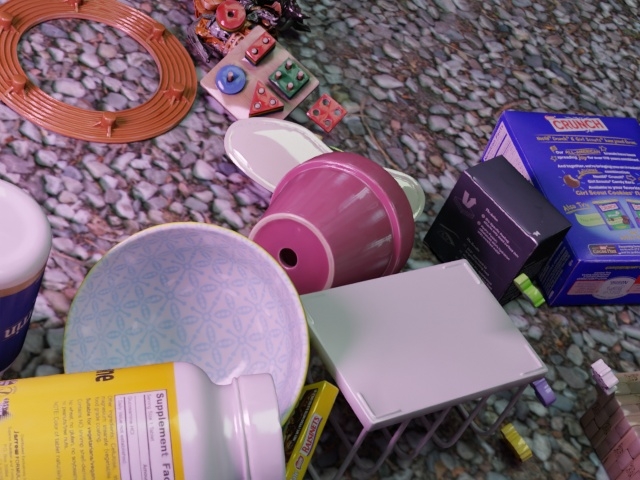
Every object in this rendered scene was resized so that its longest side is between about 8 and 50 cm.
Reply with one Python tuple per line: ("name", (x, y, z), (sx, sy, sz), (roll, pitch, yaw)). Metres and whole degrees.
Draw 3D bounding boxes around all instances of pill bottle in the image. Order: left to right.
("pill bottle", (-0.394, 0.066, 1.411), (0.153, 0.265, 0.153), (13, 46, -14))
("pill bottle", (-0.209, 0.227, 1.340), (0.334, 0.188, 0.188), (-6, 49, -7))

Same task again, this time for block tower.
("block tower", (0.460, 0.335, 1.681), (0.091, 0.097, 0.335), (-2, 52, -27))

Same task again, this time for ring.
("ring", (-0.347, -0.275, 1.932), (0.336, 0.032, 0.337), (13, 44, -13))

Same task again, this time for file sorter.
("file sorter", (0.098, 0.170, 1.608), (0.277, 0.173, 0.193), (-11, 54, -33))

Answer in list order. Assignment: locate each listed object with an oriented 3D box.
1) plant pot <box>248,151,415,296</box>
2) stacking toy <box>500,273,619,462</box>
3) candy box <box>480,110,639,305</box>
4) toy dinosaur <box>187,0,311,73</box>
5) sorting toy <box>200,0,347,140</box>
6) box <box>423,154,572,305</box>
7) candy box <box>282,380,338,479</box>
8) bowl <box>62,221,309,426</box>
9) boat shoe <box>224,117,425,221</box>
("plant pot", (0.000, 0.000, 1.684), (0.201, 0.201, 0.180), (37, 31, 11))
("stacking toy", (0.271, 0.165, 1.722), (0.167, 0.052, 0.221), (-34, 63, -5))
("candy box", (0.434, -0.054, 2.021), (0.268, 0.122, 0.317), (0, 50, -24))
("toy dinosaur", (-0.128, -0.387, 2.061), (0.218, 0.164, 0.322), (-24, 87, -18))
("sorting toy", (-0.085, -0.238, 1.948), (0.274, 0.046, 0.132), (44, 80, 4))
("box", (0.257, -0.011, 1.868), (0.093, 0.158, 0.156), (-23, 62, -39))
("candy box", (-0.051, 0.259, 1.459), (0.027, 0.105, 0.206), (35, 60, -19))
("bowl", (-0.147, 0.127, 1.524), (0.289, 0.289, 0.156), (33, 0, 7))
("boat shoe", (0.001, -0.091, 1.875), (0.305, 0.091, 0.109), (21, 80, -2))
